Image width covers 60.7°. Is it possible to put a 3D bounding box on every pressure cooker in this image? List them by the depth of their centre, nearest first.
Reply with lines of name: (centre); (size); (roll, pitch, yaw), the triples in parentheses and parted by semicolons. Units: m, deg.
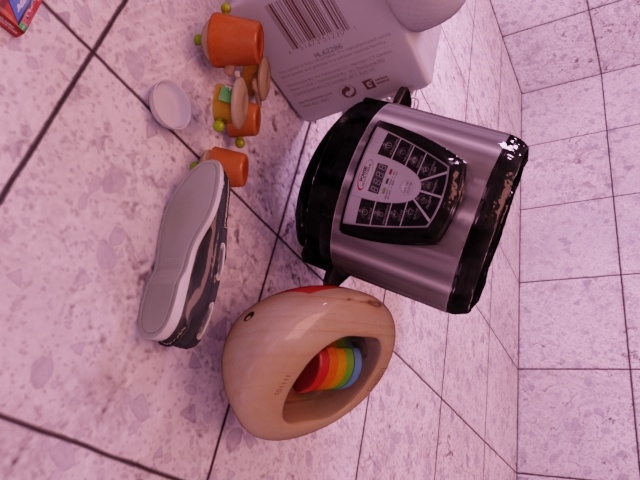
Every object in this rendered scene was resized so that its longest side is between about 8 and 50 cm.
pressure cooker: (0.158, -0.076, 1.099); (0.370, 0.420, 0.376); (-49, 152, -44)

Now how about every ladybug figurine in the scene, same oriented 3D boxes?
ladybug figurine: (-0.018, 0.209, 1.011); (0.305, 0.162, 0.449); (-59, 146, 5)

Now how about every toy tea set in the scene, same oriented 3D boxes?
toy tea set: (-0.180, -0.257, 0.994); (0.200, 0.124, 0.336); (88, 9, -59)

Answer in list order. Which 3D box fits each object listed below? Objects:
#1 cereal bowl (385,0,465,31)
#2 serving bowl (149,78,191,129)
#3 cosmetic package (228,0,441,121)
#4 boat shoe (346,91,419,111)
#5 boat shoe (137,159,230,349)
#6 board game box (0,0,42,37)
cereal bowl: (0.194, -0.563, 0.984); (0.339, 0.141, 0.339); (17, 69, -54)
serving bowl: (-0.254, -0.223, 0.908); (0.083, 0.027, 0.084); (20, 66, -56)
cosmetic package: (0.059, -0.542, 1.201); (0.327, 0.329, 0.394); (48, 46, -41)
boat shoe: (0.200, -0.389, 1.560); (0.367, 0.156, 0.136); (-47, 122, -52)
boat shoe: (-0.200, 0.020, 0.872); (0.091, 0.114, 0.303); (36, 66, -49)
board game box: (-0.403, -0.420, 0.714); (0.145, 0.027, 0.282); (40, 51, -46)
